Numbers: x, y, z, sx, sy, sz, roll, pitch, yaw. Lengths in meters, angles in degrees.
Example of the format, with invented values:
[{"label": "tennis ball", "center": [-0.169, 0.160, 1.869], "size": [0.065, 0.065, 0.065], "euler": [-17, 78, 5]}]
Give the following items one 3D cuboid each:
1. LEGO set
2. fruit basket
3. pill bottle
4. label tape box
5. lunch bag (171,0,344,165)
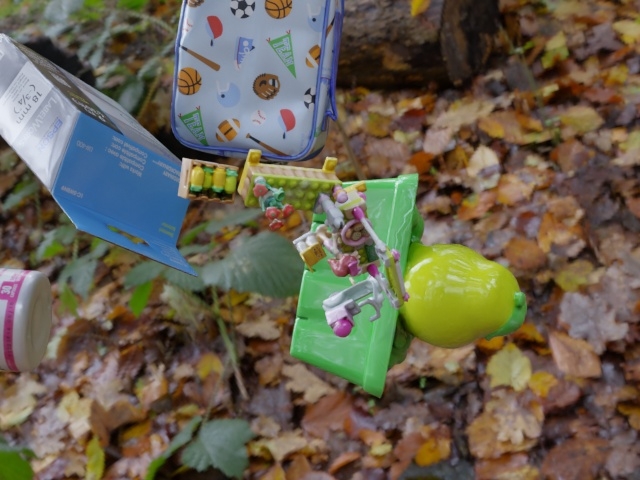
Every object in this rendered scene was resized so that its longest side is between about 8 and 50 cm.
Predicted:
[{"label": "LEGO set", "center": [0.000, 0.000, 0.788], "size": [0.132, 0.287, 0.107], "euler": [-40, 42, 8]}, {"label": "fruit basket", "center": [0.153, 0.079, 1.380], "size": [0.392, 0.392, 0.283], "euler": [-22, -5, 3]}, {"label": "pill bottle", "center": [-0.580, 0.117, 1.282], "size": [0.283, 0.160, 0.160], "euler": [4, 25, -4]}, {"label": "label tape box", "center": [-0.293, -0.113, 1.103], "size": [0.333, 0.240, 0.106], "euler": [42, 96, 32]}, {"label": "lunch bag", "center": [-0.084, -0.255, 1.190], "size": [0.243, 0.303, 0.115], "euler": [8, 7, 8]}]
